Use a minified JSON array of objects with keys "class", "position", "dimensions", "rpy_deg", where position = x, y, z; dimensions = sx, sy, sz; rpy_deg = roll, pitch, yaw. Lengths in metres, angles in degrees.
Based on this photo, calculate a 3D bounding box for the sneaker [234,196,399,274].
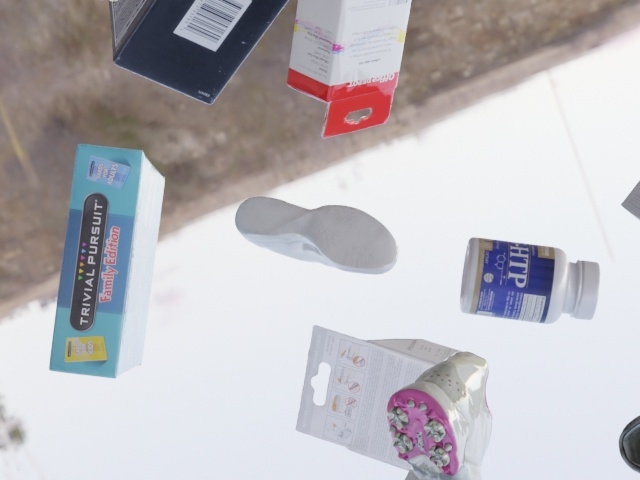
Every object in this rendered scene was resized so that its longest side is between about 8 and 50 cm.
[{"class":"sneaker","position":[0.000,0.000,1.839],"dimensions":[0.212,0.080,0.094],"rpy_deg":[16,160,14]}]

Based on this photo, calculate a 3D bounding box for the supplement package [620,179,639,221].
[{"class":"supplement package","position":[0.427,-0.066,1.537],"dimensions":[0.179,0.105,0.105],"rpy_deg":[-54,-130,6]}]

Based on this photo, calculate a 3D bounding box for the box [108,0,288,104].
[{"class":"box","position":[-0.171,-0.420,2.149],"dimensions":[0.296,0.183,0.294],"rpy_deg":[-49,-144,30]}]

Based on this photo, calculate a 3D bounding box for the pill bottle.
[{"class":"pill bottle","position":[0.297,0.060,2.063],"dimensions":[0.187,0.112,0.112],"rpy_deg":[7,-170,2]}]

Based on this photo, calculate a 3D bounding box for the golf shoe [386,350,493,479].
[{"class":"golf shoe","position":[0.159,0.261,1.710],"dimensions":[0.115,0.306,0.140],"rpy_deg":[22,-133,28]}]

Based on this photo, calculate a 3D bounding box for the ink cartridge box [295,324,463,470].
[{"class":"ink cartridge box","position":[0.089,0.211,1.963],"dimensions":[0.225,0.181,0.056],"rpy_deg":[18,-152,16]}]

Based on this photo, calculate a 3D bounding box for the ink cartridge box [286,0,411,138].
[{"class":"ink cartridge box","position":[0.036,-0.253,1.794],"dimensions":[0.078,0.231,0.134],"rpy_deg":[29,-149,36]}]

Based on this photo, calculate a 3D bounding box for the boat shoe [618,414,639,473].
[{"class":"boat shoe","position":[0.392,0.172,1.208],"dimensions":[0.119,0.121,0.335],"rpy_deg":[3,163,-35]}]

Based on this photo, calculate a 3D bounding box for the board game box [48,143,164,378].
[{"class":"board game box","position":[-0.252,0.028,1.750],"dimensions":[0.079,0.254,0.336],"rpy_deg":[7,177,-2]}]
